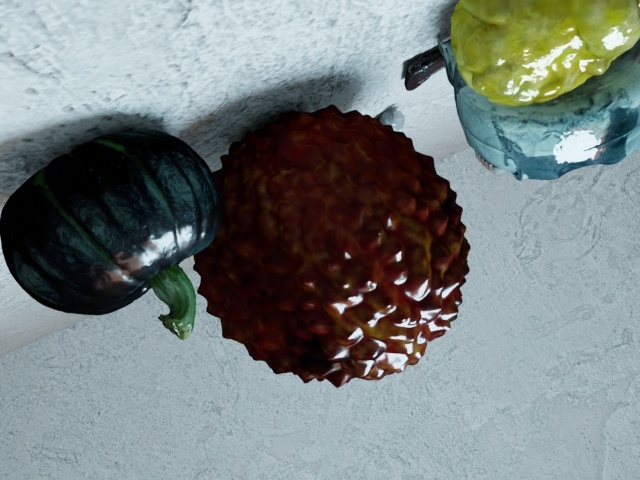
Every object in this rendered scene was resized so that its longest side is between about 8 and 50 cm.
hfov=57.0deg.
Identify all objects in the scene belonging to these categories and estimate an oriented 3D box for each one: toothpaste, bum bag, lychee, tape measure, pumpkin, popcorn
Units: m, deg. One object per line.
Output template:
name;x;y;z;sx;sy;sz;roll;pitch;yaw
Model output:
toothpaste;0.134;-0.235;1.271;0.078;0.046;0.248;-18;179;-9
bum bag;0.205;-0.296;0.940;0.160;0.026;0.109;-30;178;3
lychee;0.000;0.000;0.922;0.425;0.424;0.500;-24;-144;-20
tape measure;0.306;-0.206;0.775;0.257;0.274;0.147;-20;139;11
pumpkin;-0.216;0.006;0.683;0.248;0.247;0.248;-24;178;-1
popcorn;0.246;-0.230;0.592;0.226;0.200;0.203;3;-162;-24

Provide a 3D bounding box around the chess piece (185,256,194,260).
chess piece;-0.304;-0.003;1.365;0.139;0.123;0.307;11;-165;33
